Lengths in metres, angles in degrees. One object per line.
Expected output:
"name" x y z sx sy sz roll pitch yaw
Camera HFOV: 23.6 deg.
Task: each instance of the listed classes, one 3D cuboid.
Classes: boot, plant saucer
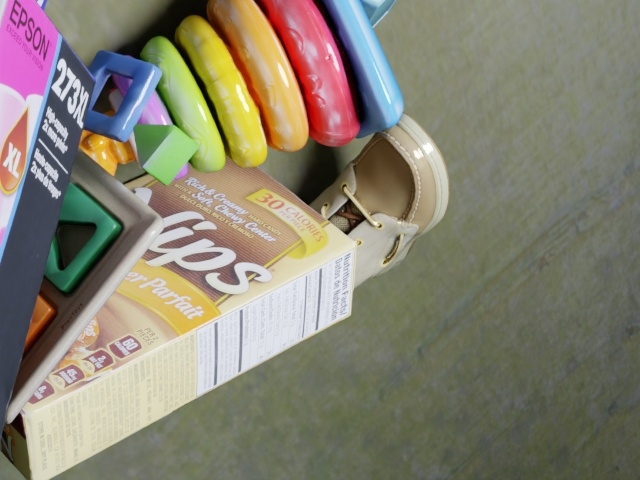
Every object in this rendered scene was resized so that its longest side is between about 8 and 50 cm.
"boot" 0.000 0.000 1.400 0.203 0.095 0.262 -30 166 -24
"plant saucer" 0.049 -0.200 1.290 0.067 0.018 0.192 -47 -178 -7

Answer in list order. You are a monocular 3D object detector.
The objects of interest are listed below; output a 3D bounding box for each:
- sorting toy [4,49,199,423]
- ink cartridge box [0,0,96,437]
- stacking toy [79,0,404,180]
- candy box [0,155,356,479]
"sorting toy" -0.227 0.010 1.103 0.347 0.196 0.047 -52 142 0
"ink cartridge box" -0.220 -0.049 0.989 0.176 0.069 0.370 62 36 -71
"stacking toy" -0.103 -0.106 1.205 0.302 0.165 0.175 -26 -176 -7
"candy box" -0.148 0.047 1.236 0.316 0.183 0.087 -28 139 -31
